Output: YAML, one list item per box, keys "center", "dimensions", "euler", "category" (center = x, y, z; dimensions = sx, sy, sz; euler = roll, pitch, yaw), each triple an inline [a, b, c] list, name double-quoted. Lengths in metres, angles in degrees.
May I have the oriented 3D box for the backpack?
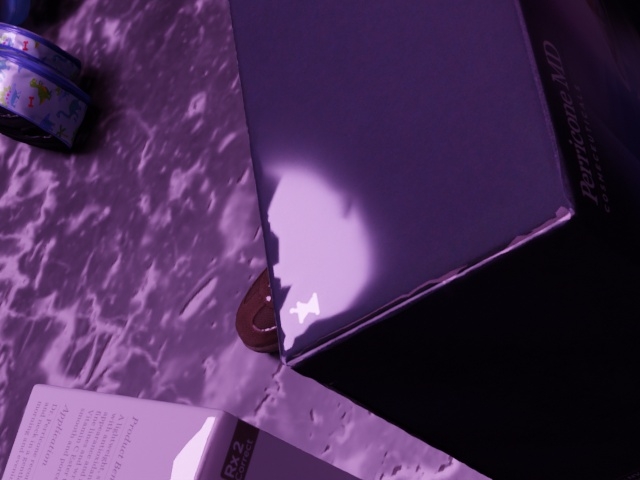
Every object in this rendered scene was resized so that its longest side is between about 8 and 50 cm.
- center: [-0.245, -0.128, 1.569]
  dimensions: [0.114, 0.105, 0.084]
  euler: [21, 83, 41]
  category: "backpack"

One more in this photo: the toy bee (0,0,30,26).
- center: [-0.302, -0.255, 1.631]
  dimensions: [0.298, 0.195, 0.162]
  euler: [-20, 85, 33]
  category: "toy bee"

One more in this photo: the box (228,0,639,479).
- center: [0.114, -0.035, 1.060]
  dimensions: [0.182, 0.294, 0.296]
  euler: [-30, 51, 26]
  category: "box"

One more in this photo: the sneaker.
- center: [0.000, 0.000, 1.302]
  dimensions: [0.188, 0.071, 0.066]
  euler: [-41, 46, 16]
  category: "sneaker"

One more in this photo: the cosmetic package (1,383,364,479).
- center: [-0.098, 0.191, 1.224]
  dimensions: [0.183, 0.151, 0.151]
  euler: [5, 71, 43]
  category: "cosmetic package"
